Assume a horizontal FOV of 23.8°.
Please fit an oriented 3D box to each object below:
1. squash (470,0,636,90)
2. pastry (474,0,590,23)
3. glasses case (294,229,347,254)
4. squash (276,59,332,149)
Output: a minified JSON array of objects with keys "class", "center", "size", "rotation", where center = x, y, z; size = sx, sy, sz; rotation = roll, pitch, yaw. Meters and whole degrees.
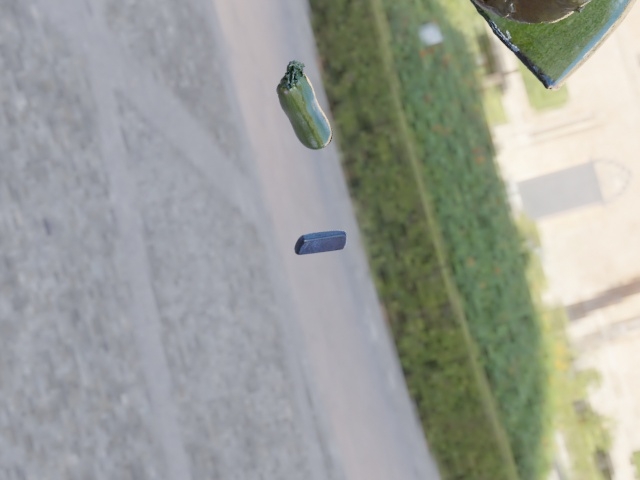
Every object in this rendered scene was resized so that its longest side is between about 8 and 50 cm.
[{"class":"squash","center":[0.408,-0.461,2.530],"size":[0.310,0.309,0.310],"rotation":[45,15,-16]},{"class":"pastry","center":[0.242,-0.374,1.929],"size":[0.121,0.257,0.236],"rotation":[-57,131,-27]},{"class":"glasses case","center":[0.000,0.000,2.229],"size":[0.023,0.083,0.033],"rotation":[56,-37,39]},{"class":"squash","center":[-0.024,-0.177,2.029],"size":[0.183,0.052,0.052],"rotation":[62,14,-59]}]
